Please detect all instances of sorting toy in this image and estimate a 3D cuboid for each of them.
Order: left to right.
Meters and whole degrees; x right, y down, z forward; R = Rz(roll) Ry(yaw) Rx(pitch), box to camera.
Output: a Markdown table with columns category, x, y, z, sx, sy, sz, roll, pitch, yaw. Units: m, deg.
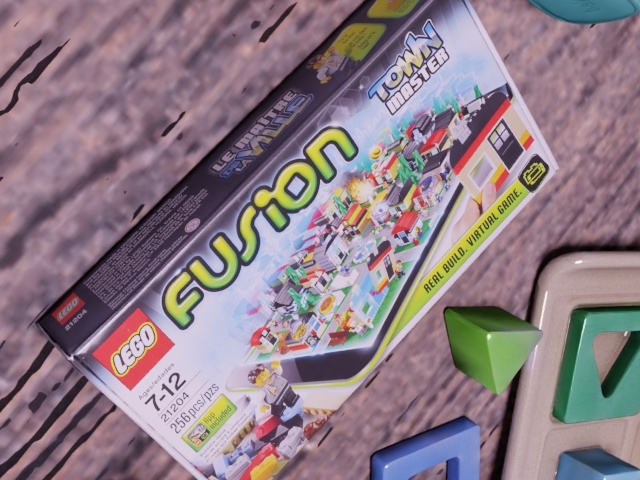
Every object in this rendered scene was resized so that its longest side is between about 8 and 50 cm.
| category | x | y | z | sx | sy | sz | roll | pitch | yaw |
| --- | --- | --- | --- | --- | --- | --- | --- | --- | --- |
| sorting toy | 0.182 | 0.100 | 0.597 | 0.348 | 0.047 | 0.195 | 0 | 108 | -35 |

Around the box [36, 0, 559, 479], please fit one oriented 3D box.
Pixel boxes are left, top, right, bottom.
| category | x | y | z | sx | sy | sz | roll | pitch | yaw |
| --- | --- | --- | --- | --- | --- | --- | --- | --- | --- |
| box | 0.000 | 0.000 | 0.437 | 0.207 | 0.036 | 0.114 | -46 | 127 | -11 |

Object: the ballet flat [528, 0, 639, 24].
| category | x | y | z | sx | sy | sz | roll | pitch | yaw |
| --- | --- | --- | --- | --- | --- | --- | --- | --- | --- |
| ballet flat | 0.073 | -0.128 | 0.392 | 0.203 | 0.074 | 0.074 | -1 | 110 | -58 |
